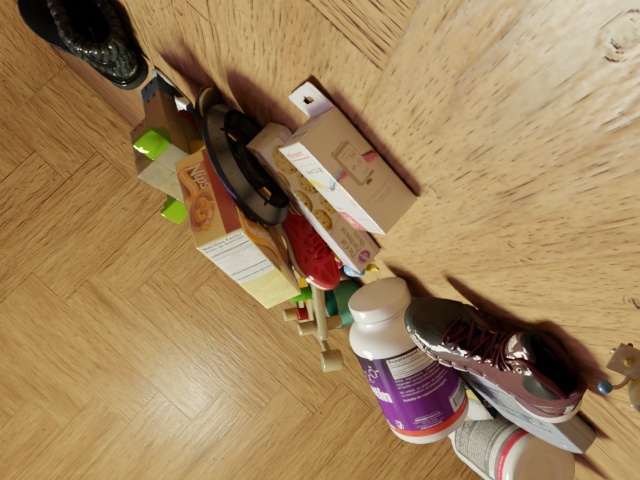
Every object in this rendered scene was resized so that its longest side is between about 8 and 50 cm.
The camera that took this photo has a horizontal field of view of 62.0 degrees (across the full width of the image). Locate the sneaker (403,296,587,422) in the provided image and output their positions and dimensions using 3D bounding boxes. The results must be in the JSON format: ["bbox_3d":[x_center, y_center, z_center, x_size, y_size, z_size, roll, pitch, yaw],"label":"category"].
[{"bbox_3d":[0.248,0.140,0.758,0.281,0.106,0.162,28,161,23],"label":"sneaker"}]

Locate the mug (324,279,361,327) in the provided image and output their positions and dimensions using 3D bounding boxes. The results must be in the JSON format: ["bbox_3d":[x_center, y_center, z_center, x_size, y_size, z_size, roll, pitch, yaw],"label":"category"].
[{"bbox_3d":[0.074,0.184,1.574,0.158,0.097,0.130,123,135,-68],"label":"mug"}]

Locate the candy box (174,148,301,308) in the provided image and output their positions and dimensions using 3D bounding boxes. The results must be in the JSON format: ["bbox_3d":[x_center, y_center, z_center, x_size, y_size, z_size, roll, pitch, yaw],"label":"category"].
[{"bbox_3d":[-0.144,-0.012,0.996,0.316,0.087,0.183,56,-170,-60],"label":"candy box"}]

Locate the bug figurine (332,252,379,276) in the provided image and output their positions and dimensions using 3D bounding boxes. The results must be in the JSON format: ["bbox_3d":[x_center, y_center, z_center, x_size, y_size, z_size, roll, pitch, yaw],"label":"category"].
[{"bbox_3d":[0.000,0.000,1.224,0.279,0.072,0.216,43,171,-1],"label":"bug figurine"}]

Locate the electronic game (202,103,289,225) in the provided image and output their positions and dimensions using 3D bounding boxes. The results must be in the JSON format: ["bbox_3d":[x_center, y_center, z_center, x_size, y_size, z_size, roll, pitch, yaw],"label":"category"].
[{"bbox_3d":[-0.124,-0.131,0.921,0.229,0.048,0.229,51,-156,-33],"label":"electronic game"}]

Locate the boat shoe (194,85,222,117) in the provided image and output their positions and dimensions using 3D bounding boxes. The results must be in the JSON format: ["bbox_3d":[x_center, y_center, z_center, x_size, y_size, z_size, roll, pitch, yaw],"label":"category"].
[{"bbox_3d":[-0.220,-0.260,1.032,0.049,0.056,0.152,37,171,5],"label":"boat shoe"}]

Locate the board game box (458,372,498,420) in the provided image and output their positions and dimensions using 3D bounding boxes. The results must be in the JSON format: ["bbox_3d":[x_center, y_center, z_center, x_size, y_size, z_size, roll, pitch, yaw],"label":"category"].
[{"bbox_3d":[0.282,0.318,1.249,0.243,0.042,0.165,52,144,-5],"label":"board game box"}]

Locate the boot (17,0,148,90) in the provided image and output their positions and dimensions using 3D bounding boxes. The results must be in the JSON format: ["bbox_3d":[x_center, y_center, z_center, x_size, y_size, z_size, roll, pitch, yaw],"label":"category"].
[{"bbox_3d":[-0.534,-0.478,1.130,0.348,0.131,0.260,33,178,-1],"label":"boot"}]

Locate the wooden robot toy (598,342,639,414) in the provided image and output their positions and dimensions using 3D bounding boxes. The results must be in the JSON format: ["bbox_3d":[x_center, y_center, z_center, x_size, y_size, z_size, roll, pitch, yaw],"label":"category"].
[{"bbox_3d":[0.338,0.145,0.521,0.173,0.076,0.079,44,-154,-4],"label":"wooden robot toy"}]

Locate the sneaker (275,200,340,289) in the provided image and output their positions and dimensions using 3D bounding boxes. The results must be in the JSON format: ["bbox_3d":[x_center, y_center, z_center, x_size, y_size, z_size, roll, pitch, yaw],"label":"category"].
[{"bbox_3d":[-0.011,-0.002,1.055,0.221,0.087,0.128,54,148,-8],"label":"sneaker"}]

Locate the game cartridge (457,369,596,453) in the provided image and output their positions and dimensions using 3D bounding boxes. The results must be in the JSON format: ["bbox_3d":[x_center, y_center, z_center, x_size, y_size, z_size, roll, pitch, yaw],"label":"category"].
[{"bbox_3d":[0.385,0.307,1.030,0.198,0.062,0.297,39,171,-1],"label":"game cartridge"}]

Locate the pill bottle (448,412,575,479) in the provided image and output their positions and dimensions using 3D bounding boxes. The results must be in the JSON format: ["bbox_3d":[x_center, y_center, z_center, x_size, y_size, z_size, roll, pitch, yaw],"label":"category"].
[{"bbox_3d":[0.424,0.482,1.269,0.176,0.176,0.318,46,171,-16],"label":"pill bottle"}]

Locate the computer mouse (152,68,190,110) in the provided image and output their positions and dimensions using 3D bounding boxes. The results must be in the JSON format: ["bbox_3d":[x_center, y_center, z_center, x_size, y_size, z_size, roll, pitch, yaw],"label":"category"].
[{"bbox_3d":[-0.343,-0.330,1.287,0.193,0.042,0.106,45,172,-11],"label":"computer mouse"}]

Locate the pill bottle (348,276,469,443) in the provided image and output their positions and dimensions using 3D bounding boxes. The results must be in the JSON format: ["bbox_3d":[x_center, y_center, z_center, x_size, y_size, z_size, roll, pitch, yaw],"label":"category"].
[{"bbox_3d":[0.175,0.243,1.101,0.323,0.181,0.181,65,164,-18],"label":"pill bottle"}]

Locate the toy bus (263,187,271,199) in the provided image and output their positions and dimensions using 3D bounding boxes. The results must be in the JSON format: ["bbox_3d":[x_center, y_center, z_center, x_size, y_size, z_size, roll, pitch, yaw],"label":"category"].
[{"bbox_3d":[-0.264,-0.157,1.461,0.108,0.130,0.332,50,169,-36],"label":"toy bus"}]

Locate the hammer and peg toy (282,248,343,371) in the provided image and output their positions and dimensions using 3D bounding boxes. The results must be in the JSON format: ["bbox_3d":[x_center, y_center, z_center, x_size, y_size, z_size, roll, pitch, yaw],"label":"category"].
[{"bbox_3d":[-0.037,0.189,1.541,0.266,0.127,0.361,-163,65,-72],"label":"hammer and peg toy"}]

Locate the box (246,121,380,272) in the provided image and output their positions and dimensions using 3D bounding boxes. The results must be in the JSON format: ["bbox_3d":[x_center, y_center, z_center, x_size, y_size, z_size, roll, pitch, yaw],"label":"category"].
[{"bbox_3d":[-0.004,-0.068,0.948,0.324,0.067,0.063,51,169,-35],"label":"box"}]

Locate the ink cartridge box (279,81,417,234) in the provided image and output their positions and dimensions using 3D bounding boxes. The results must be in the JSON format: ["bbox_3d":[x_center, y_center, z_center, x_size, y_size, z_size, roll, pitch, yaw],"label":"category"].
[{"bbox_3d":[0.019,-0.101,0.685,0.198,0.067,0.115,46,171,-15],"label":"ink cartridge box"}]

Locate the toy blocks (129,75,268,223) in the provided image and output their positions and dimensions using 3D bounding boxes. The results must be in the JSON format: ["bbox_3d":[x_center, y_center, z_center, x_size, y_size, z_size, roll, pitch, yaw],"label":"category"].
[{"bbox_3d":[-0.259,-0.179,1.144,0.381,0.190,0.261,35,-157,-46],"label":"toy blocks"}]

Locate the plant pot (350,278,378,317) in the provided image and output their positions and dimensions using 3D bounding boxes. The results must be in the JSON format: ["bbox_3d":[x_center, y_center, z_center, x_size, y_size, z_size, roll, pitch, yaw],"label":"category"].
[{"bbox_3d":[0.159,0.174,1.262,0.096,0.109,0.109,36,177,-36],"label":"plant pot"}]
